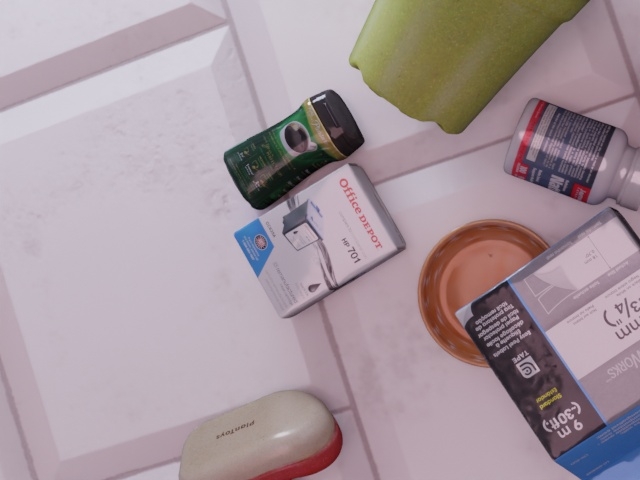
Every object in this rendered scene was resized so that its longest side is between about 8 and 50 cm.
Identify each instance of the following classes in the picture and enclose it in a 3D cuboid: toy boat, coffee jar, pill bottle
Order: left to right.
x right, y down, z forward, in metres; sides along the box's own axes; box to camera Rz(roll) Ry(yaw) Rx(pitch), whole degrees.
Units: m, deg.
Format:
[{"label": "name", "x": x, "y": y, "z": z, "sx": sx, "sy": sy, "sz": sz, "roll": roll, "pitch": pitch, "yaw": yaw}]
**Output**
[{"label": "toy boat", "x": -0.072, "y": 0.313, "z": 1.727, "sx": 0.231, "sy": 0.151, "sz": 0.151, "roll": -24, "pitch": 116, "yaw": 13}, {"label": "coffee jar", "x": -0.035, "y": -0.126, "z": 1.724, "sx": 0.184, "sy": 0.079, "sz": 0.096, "roll": -31, "pitch": 77, "yaw": 12}, {"label": "pill bottle", "x": 0.339, "y": -0.107, "z": 1.622, "sx": 0.180, "sy": 0.108, "sz": 0.108, "roll": 22, "pitch": 96, "yaw": 12}]

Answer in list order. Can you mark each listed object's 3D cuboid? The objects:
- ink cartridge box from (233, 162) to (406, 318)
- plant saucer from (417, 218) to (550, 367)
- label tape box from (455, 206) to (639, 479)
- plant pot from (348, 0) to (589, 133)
[{"label": "ink cartridge box", "x": 0.000, "y": 0.000, "z": 1.718, "sx": 0.190, "sy": 0.082, "sz": 0.140, "roll": -32, "pitch": 84, "yaw": 13}, {"label": "plant saucer", "x": 0.232, "y": 0.071, "z": 1.687, "sx": 0.200, "sy": 0.037, "sz": 0.200, "roll": 0, "pitch": 90, "yaw": 14}, {"label": "label tape box", "x": 0.365, "y": 0.160, "z": 1.568, "sx": 0.240, "sy": 0.106, "sz": 0.334, "roll": -36, "pitch": 78, "yaw": 13}, {"label": "plant pot", "x": 0.175, "y": -0.286, "z": 1.597, "sx": 0.276, "sy": 0.276, "sz": 0.254, "roll": 37, "pitch": 110, "yaw": 10}]
